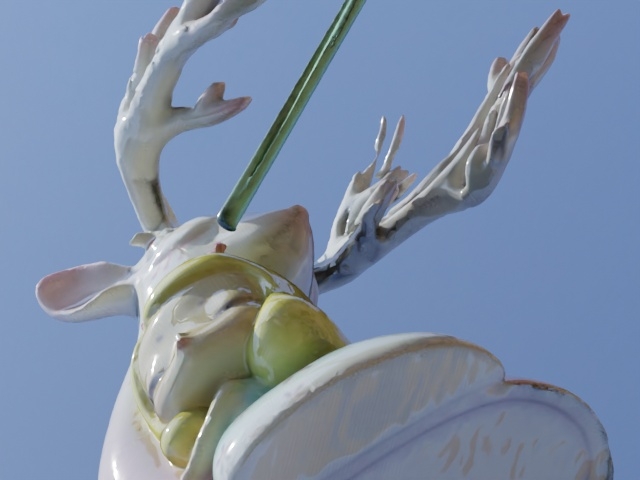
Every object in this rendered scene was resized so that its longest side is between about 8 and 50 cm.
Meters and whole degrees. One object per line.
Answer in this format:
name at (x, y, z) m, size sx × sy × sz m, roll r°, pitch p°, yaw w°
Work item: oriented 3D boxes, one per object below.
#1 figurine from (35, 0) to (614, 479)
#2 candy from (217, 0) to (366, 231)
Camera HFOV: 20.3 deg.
figurine at (0.008, 0.008, 0.786) m, size 0.206 × 0.284 × 0.315 m, roll 25°, pitch -164°, yaw -35°
candy at (0.012, -0.090, 0.682) m, size 0.061 × 0.061 × 0.202 m, roll 29°, pitch -106°, yaw 5°
